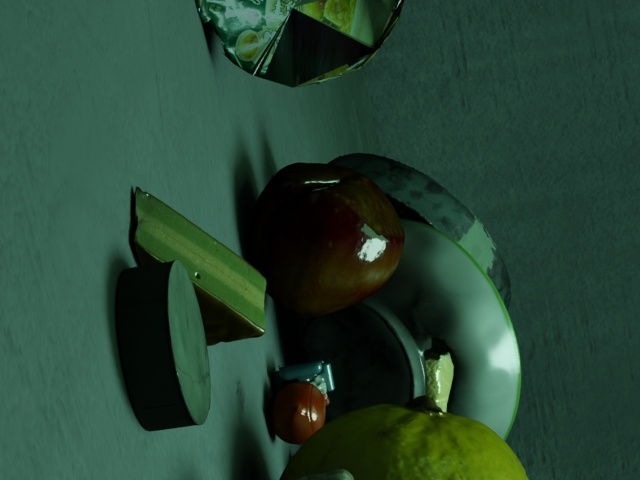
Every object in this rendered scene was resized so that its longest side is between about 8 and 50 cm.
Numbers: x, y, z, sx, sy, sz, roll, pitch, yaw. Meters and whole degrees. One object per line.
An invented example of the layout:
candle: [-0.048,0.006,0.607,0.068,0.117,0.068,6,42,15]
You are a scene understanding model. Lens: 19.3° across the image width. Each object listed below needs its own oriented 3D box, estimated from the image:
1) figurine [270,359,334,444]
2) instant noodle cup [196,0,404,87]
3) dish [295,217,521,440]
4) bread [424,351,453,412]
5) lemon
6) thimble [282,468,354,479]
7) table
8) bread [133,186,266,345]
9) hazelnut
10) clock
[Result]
figurine: [-0.020,0.177,2.089,0.140,0.068,0.075,-79,162,-75]
instant noodle cup: [-0.029,-0.308,2.097,0.178,0.240,0.240,-104,-179,-64]
dish: [0.073,0.143,2.230,0.124,0.324,0.324,-19,103,-43]
bread: [0.086,0.212,2.394,0.068,0.188,0.125,-4,86,-64]
lemon: [0.081,0.312,1.881,0.297,0.297,0.297,-9,90,-83]
thimble: [-0.020,0.315,1.637,0.229,0.148,0.196,76,6,-50]
table: [-0.124,0.084,1.498,0.133,0.043,0.133,-9,90,-83]
bread: [-0.102,0.018,1.592,0.074,0.084,0.139,-90,168,-45]
hazelnut: [0.000,0.000,2.132,0.204,0.178,0.178,41,-28,50]
clock: [0.097,0.024,2.360,0.061,0.312,0.312,-48,141,-31]
